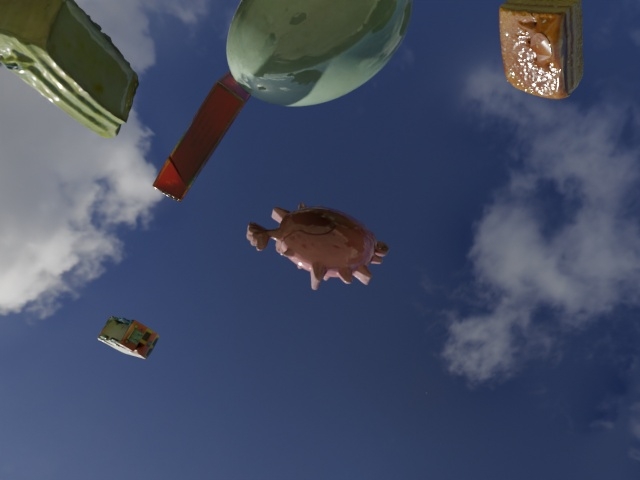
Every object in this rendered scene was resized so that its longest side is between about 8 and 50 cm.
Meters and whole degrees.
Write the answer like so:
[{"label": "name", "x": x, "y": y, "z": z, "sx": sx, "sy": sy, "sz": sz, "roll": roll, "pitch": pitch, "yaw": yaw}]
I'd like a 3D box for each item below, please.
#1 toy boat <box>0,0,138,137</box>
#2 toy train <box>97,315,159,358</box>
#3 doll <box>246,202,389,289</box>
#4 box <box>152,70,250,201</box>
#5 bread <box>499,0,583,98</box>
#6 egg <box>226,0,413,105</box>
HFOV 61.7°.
[{"label": "toy boat", "x": -0.337, "y": -0.242, "z": 0.722, "sx": 0.084, "sy": 0.276, "sz": 0.111, "roll": -1, "pitch": -112, "yaw": 18}, {"label": "toy train", "x": -0.478, "y": 0.236, "z": 1.327, "sx": 0.188, "sy": 0.099, "sz": 0.072, "roll": -5, "pitch": -125, "yaw": 50}, {"label": "doll", "x": 0.000, "y": 0.000, "z": 0.954, "sx": 0.262, "sy": 0.093, "sz": 0.211, "roll": 1, "pitch": -140, "yaw": -22}, {"label": "box", "x": -0.295, "y": -0.268, "z": 1.366, "sx": 0.089, "sy": 0.197, "sz": 0.313, "roll": 32, "pitch": -70, "yaw": -15}, {"label": "bread", "x": 0.532, "y": -0.468, "z": 1.299, "sx": 0.110, "sy": 0.234, "sz": 0.184, "roll": -43, "pitch": -136, "yaw": -13}, {"label": "egg", "x": -0.003, "y": -0.418, "z": 1.049, "sx": 0.389, "sy": 0.276, "sz": 0.276, "roll": -30, "pitch": -109, "yaw": 6}]
